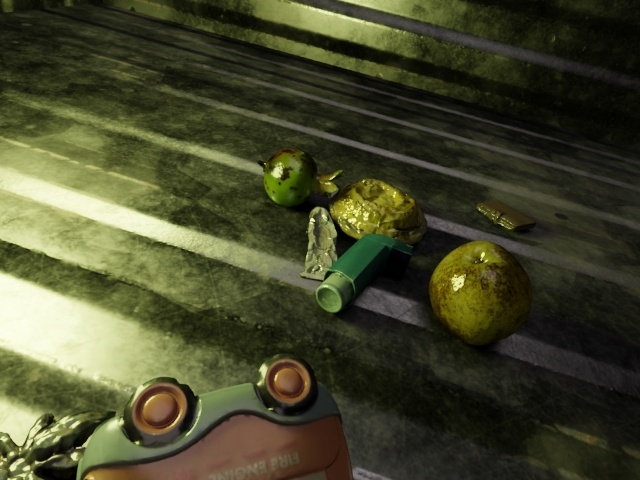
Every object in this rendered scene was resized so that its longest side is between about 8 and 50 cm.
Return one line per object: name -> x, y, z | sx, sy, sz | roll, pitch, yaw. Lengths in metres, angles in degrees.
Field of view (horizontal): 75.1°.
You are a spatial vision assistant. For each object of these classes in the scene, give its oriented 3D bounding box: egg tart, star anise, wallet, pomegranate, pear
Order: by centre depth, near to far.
star anise -> -0.333, 0.271, 0.472 | 0.204, 0.061, 0.181 | -11, 42, -32
pear -> 0.317, 0.098, 0.822 | 0.197, 0.198, 0.197 | 9, 35, -6
pomegranate -> -0.046, -0.167, 1.074 | 0.219, 0.156, 0.156 | -5, 31, 17
egg tart -> 0.156, -0.087, 1.101 | 0.278, 0.095, 0.279 | 9, 37, -7
wallet -> 0.560, -0.075, 1.267 | 0.117, 0.039, 0.153 | -7, 36, -29

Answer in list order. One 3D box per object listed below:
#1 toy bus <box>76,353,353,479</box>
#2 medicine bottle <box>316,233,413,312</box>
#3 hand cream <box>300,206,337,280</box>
toy bus -> -0.097, 0.279, 0.450 | 0.287, 0.194, 0.232 | -5, 51, -25
medicine bottle -> 0.095, 0.066, 0.881 | 0.124, 0.079, 0.258 | 32, 39, 20
hand cream -> 0.001, -0.003, 0.977 | 0.083, 0.050, 0.257 | 11, 38, -9
